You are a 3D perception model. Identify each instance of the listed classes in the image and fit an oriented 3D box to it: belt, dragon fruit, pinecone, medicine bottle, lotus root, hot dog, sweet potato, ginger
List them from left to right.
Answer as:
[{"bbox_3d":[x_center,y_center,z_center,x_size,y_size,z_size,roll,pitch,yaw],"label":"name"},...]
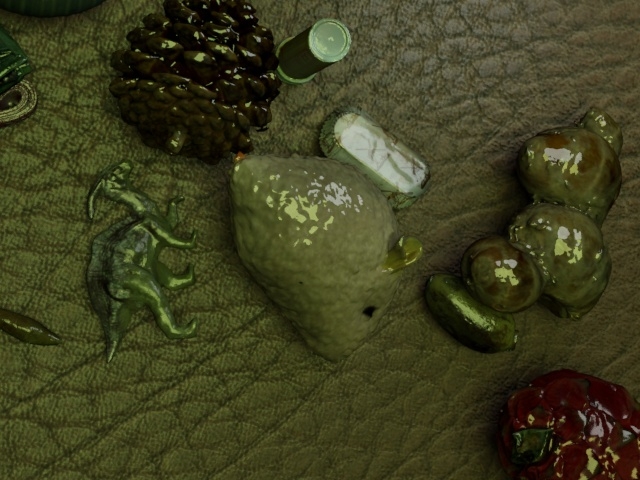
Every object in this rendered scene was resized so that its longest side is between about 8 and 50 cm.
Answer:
[{"bbox_3d":[-0.508,-0.160,1.717,0.232,0.053,0.071,-34,95,-13],"label":"belt"},{"bbox_3d":[-0.448,0.123,1.746,0.153,0.038,0.041,13,65,-12],"label":"sweet potato"},{"bbox_3d":[-0.164,-0.229,1.715,0.257,0.243,0.243,-42,101,-30],"label":"pinecone"},{"bbox_3d":[-0.014,-0.274,1.750,0.074,0.218,0.074,0,90,-14],"label":"medicine bottle"},{"bbox_3d":[0.084,-0.127,1.861,0.191,0.059,0.108,36,70,-9],"label":"hot dog"},{"bbox_3d":[0.234,0.118,1.888,0.179,0.089,0.080,35,40,-8],"label":"lotus root"},{"bbox_3d":[0.366,-0.041,1.867,0.256,0.176,0.375,32,76,-33],"label":"ginger"},{"bbox_3d":[0.404,0.330,1.860,0.299,0.244,0.244,33,84,-12],"label":"dragon fruit"}]

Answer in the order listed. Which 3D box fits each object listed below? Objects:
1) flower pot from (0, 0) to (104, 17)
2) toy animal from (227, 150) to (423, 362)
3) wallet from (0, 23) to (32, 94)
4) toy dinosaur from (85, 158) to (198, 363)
[{"bbox_3d":[-0.387,-0.406,1.687,0.243,0.157,0.189,0,90,-13],"label":"flower pot"},{"bbox_3d":[-0.003,-0.005,1.767,0.226,0.188,0.358,-38,122,-4],"label":"toy animal"},{"bbox_3d":[-0.539,-0.228,1.683,0.236,0.055,0.160,-38,70,-13],"label":"wallet"},{"bbox_3d":[-0.262,0.030,1.774,0.162,0.077,0.294,1,77,-10],"label":"toy dinosaur"}]
